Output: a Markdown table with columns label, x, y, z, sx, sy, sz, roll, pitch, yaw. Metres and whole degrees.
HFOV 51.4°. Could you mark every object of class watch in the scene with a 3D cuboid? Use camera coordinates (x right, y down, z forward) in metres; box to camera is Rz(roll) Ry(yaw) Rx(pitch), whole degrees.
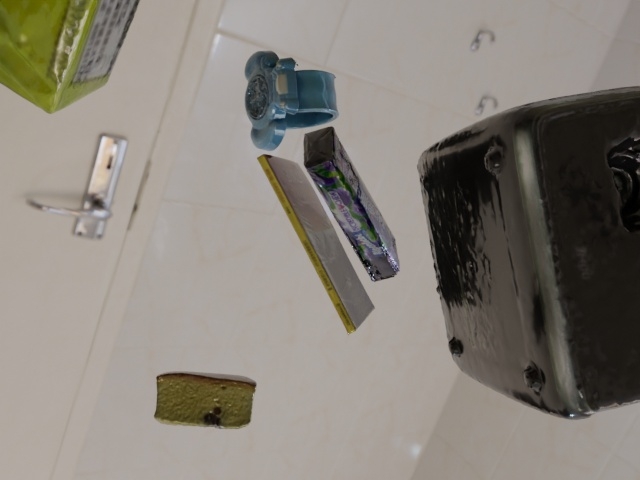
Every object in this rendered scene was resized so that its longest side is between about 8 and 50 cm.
| label | x | y | z | sx | sy | sz | roll | pitch | yaw |
| --- | --- | --- | --- | --- | --- | --- | --- | --- | --- |
| watch | -0.051 | -0.299 | 1.416 | 0.193 | 0.211 | 0.211 | -4 | -152 | -39 |

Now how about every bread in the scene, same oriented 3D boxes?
| label | x | y | z | sx | sy | sz | roll | pitch | yaw |
| --- | --- | --- | --- | --- | --- | --- | --- | --- | --- |
| bread | -0.177 | 0.257 | 1.065 | 0.138 | 0.077 | 0.361 | 5 | 165 | -6 |

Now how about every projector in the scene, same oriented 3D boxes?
| label | x | y | z | sx | sy | sz | roll | pitch | yaw |
| --- | --- | --- | --- | --- | --- | --- | --- | --- | --- |
| projector | 0.317 | 0.015 | 0.966 | 0.242 | 0.395 | 0.405 | -12 | -179 | -10 |

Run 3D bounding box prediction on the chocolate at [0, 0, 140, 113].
| label | x | y | z | sx | sy | sz | roll | pitch | yaw |
| --- | --- | --- | --- | --- | --- | --- | --- | --- | --- |
| chocolate | -0.321 | -0.339 | 0.722 | 0.288 | 0.301 | 0.137 | 33 | -158 | 7 |

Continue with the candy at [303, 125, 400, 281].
| label | x | y | z | sx | sy | sz | roll | pitch | yaw |
| --- | --- | --- | --- | --- | --- | --- | --- | --- | --- |
| candy | 0.056 | -0.053 | 1.098 | 0.312 | 0.061 | 0.088 | 56 | -158 | -45 |

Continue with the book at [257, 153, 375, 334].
| label | x | y | z | sx | sy | sz | roll | pitch | yaw |
| --- | --- | --- | --- | --- | --- | --- | --- | --- | --- |
| book | 0.000 | 0.000 | 1.352 | 0.374 | 0.028 | 0.262 | 63 | -167 | 3 |
